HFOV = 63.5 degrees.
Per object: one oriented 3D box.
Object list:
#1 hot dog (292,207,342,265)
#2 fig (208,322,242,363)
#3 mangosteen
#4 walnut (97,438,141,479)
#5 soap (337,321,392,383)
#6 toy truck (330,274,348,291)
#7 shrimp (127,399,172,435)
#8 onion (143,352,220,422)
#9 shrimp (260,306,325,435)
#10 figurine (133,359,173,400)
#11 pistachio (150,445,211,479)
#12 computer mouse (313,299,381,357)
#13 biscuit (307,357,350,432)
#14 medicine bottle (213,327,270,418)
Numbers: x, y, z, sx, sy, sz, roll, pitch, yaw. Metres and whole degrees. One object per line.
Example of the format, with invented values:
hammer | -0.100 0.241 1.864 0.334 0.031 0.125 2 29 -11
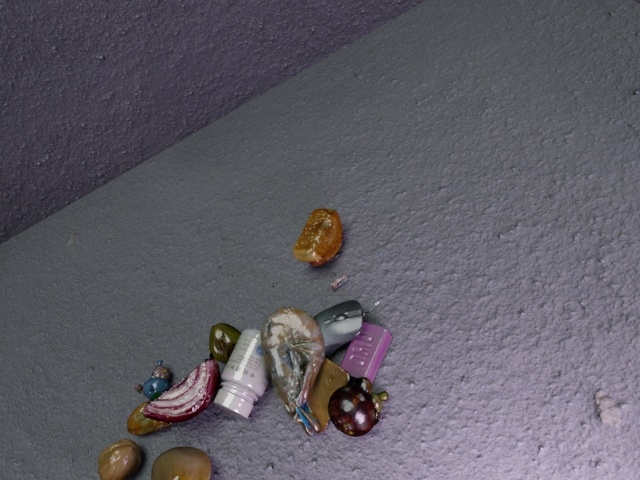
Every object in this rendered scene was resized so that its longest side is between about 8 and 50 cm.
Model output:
hot dog | 0.000 0.000 2.122 0.150 0.153 0.256 4 56 37
fig | -0.369 0.401 2.026 0.144 0.154 0.165 -23 75 -41
mangosteen | 0.111 0.527 1.650 0.173 0.172 0.184 13 62 36
walnut | -0.745 0.819 1.920 0.166 0.149 0.166 -47 16 18
soap | 0.155 0.390 1.793 0.122 0.065 0.203 10 62 35
toy truck | 0.072 0.166 2.040 0.083 0.024 0.032 -35 76 -3
shrimp | -0.653 0.692 2.018 0.249 0.068 0.150 -5 46 27
onion | -0.465 0.575 1.897 0.314 0.280 0.146 -43 73 -14
shrimp | -0.077 0.439 1.779 0.221 0.110 0.445 -17 68 2
figurine | -0.666 0.580 2.086 0.145 0.114 0.178 -27 34 15
pistachio | -0.484 0.801 1.781 0.213 0.162 0.260 -27 30 -19
computer mouse | 0.055 0.296 1.843 0.379 0.090 0.167 -36 43 26
biscuit | -0.027 0.509 1.792 0.237 0.013 0.232 26 90 39
medicine bottle | -0.266 0.483 1.886 0.170 0.170 0.292 7 60 33
